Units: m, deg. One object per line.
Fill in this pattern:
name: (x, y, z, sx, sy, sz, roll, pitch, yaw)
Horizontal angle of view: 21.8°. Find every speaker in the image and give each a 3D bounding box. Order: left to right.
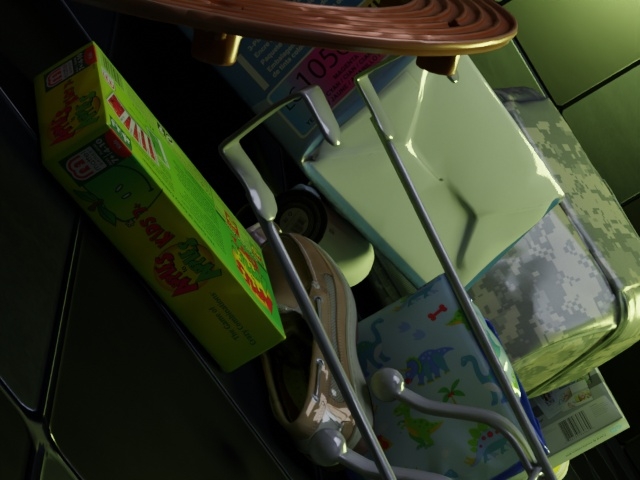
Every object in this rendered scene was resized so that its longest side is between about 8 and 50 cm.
speaker: (0.000, 0.000, 1.339, 0.055, 0.055, 0.136, 62, 9, 19)

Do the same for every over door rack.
over door rack: (0.032, 0.065, 0.905, 0.239, 0.108, 0.324, -38, 114, -67)

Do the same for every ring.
ring: (-0.061, -0.140, 0.889, 0.336, 0.336, 0.032, -90, -168, -72)

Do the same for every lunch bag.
lunch bag: (0.074, 0.118, 1.123, 0.096, 0.128, 0.151, 50, 12, -43)
lunch bag: (0.147, 0.010, 1.612, 0.256, 0.212, 0.305, -11, 68, -50)

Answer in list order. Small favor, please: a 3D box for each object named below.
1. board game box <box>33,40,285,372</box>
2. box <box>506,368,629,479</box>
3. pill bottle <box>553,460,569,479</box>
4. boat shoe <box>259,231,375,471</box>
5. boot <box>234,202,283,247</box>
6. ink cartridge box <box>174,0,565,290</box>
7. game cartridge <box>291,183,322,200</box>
board game box: (-0.090, -0.017, 0.941, 0.181, 0.043, 0.092, 52, 12, -35)
box: (0.217, 0.150, 1.747, 0.186, 0.145, 0.038, 64, 8, 31)
pill bottle: (0.237, 0.236, 1.828, 0.065, 0.065, 0.116, 63, 9, 26)
boat shoe: (-0.016, 0.056, 1.058, 0.072, 0.068, 0.190, 36, 22, -39)
boot: (-0.030, 0.009, 1.208, 0.087, 0.042, 0.118, 49, 4, -13)
ink cartridge box: (-0.006, -0.160, 1.361, 0.395, 0.151, 0.270, 52, 4, 39)
game cartridge: (0.003, -0.014, 1.528, 0.083, 0.017, 0.056, 60, 13, 8)
